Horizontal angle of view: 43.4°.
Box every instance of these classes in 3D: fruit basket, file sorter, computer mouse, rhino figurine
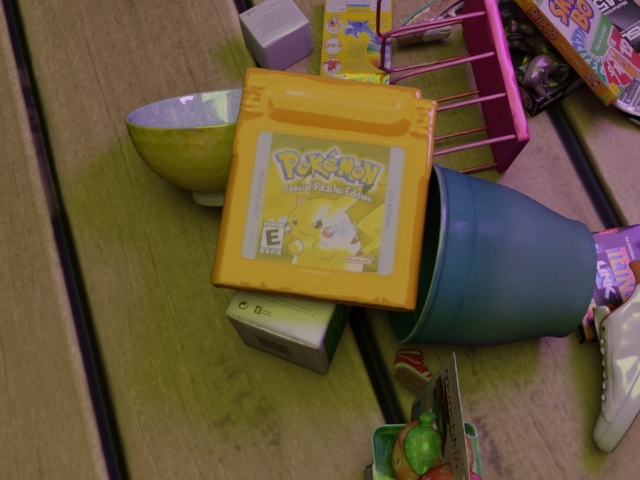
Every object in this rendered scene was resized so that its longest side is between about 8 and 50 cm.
[{"bbox_3d":[0.143,0.341,1.036,0.166,0.353,0.327,-3,70,1],"label":"fruit basket"},{"bbox_3d":[0.202,-0.258,1.314,0.182,0.202,0.290,-12,81,2],"label":"file sorter"},{"bbox_3d":[0.586,-0.221,1.390,0.193,0.042,0.106,30,78,8],"label":"computer mouse"},{"bbox_3d":[0.366,-0.352,1.371,0.106,0.073,0.243,-4,72,-9],"label":"rhino figurine"}]

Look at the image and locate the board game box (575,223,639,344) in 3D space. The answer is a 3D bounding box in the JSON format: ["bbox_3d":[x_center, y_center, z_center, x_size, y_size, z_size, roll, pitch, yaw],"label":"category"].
[{"bbox_3d":[0.462,0.069,1.282,0.141,0.048,0.170,-12,69,1],"label":"board game box"}]

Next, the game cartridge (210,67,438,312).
[{"bbox_3d":[0.010,-0.075,1.135,0.285,0.052,0.323,7,80,1],"label":"game cartridge"}]

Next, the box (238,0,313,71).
[{"bbox_3d":[-0.080,-0.374,1.458,0.102,0.101,0.087,-32,71,-8],"label":"box"}]

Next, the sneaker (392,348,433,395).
[{"bbox_3d":[0.161,0.214,1.249,0.118,0.067,0.042,40,115,-13],"label":"sneaker"}]

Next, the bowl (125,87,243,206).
[{"bbox_3d":[-0.165,-0.147,1.331,0.290,0.289,0.156,-5,111,2],"label":"bowl"}]

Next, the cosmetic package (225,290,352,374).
[{"bbox_3d":[0.000,0.000,1.261,0.155,0.197,0.365,20,73,12],"label":"cosmetic package"}]

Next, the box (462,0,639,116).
[{"bbox_3d":[0.428,-0.377,1.448,0.270,0.060,0.216,-31,70,-8],"label":"box"}]

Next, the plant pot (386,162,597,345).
[{"bbox_3d":[0.258,0.037,1.205,0.255,0.271,0.271,9,69,-8],"label":"plant pot"}]

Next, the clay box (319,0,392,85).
[{"bbox_3d":[0.067,-0.355,1.468,0.128,0.053,0.222,2,71,4],"label":"clay box"}]

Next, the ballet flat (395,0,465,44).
[{"bbox_3d":[0.230,-0.412,1.470,0.206,0.073,0.067,-40,75,-9],"label":"ballet flat"}]

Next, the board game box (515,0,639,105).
[{"bbox_3d":[0.427,-0.356,1.340,0.259,0.039,0.124,46,57,-2],"label":"board game box"}]

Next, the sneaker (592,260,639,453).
[{"bbox_3d":[0.448,0.167,1.196,0.123,0.106,0.290,24,94,23],"label":"sneaker"}]
